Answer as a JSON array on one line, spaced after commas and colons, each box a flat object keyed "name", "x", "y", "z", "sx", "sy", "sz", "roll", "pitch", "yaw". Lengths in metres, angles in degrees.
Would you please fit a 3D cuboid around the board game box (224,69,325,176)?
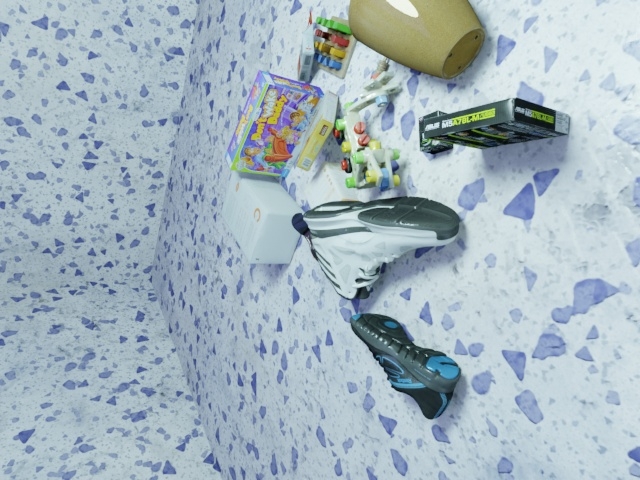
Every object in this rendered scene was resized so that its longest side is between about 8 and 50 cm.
[{"name": "board game box", "x": -0.160, "y": -0.383, "z": 1.434, "sx": 0.347, "sy": 0.233, "sz": 0.078, "roll": -56, "pitch": 46, "yaw": 38}]

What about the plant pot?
[{"name": "plant pot", "x": 0.229, "y": -0.483, "z": 0.924, "sx": 0.254, "sy": 0.237, "sz": 0.237, "roll": 53, "pitch": 131, "yaw": 24}]

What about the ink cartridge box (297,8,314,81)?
[{"name": "ink cartridge box", "x": -0.054, "y": -0.656, "z": 1.405, "sx": 0.145, "sy": 0.045, "sz": 0.179, "roll": 121, "pitch": 145, "yaw": -71}]

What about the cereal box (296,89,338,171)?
[{"name": "cereal box", "x": -0.007, "y": -0.342, "z": 1.285, "sx": 0.173, "sy": 0.047, "sz": 0.240, "roll": -57, "pitch": 16, "yaw": 35}]

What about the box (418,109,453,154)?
[{"name": "box", "x": 0.270, "y": -0.253, "z": 0.979, "sx": 0.062, "sy": 0.052, "sz": 0.083, "roll": -6, "pitch": 83, "yaw": 53}]

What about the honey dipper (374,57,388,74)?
[{"name": "honey dipper", "x": 0.189, "y": -0.527, "z": 1.126, "sx": 0.030, "sy": 0.030, "sz": 0.161, "roll": 47, "pitch": 123, "yaw": 45}]

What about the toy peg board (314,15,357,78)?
[{"name": "toy peg board", "x": 0.030, "y": -0.617, "z": 1.308, "sx": 0.161, "sy": 0.079, "sz": 0.161, "roll": 48, "pitch": 126, "yaw": 45}]

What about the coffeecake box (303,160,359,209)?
[{"name": "coffeecake box", "x": 0.034, "y": -0.128, "z": 1.293, "sx": 0.142, "sy": 0.068, "sz": 0.185, "roll": -51, "pitch": 49, "yaw": 39}]

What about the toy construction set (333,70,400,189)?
[{"name": "toy construction set", "x": 0.122, "y": -0.275, "z": 1.105, "sx": 0.215, "sy": 0.151, "sz": 0.328, "roll": 133, "pitch": 140, "yaw": -74}]

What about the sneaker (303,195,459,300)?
[{"name": "sneaker", "x": 0.160, "y": 0.032, "z": 1.084, "sx": 0.447, "sy": 0.169, "sz": 0.257, "roll": 5, "pitch": 116, "yaw": 45}]

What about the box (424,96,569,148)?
[{"name": "box", "x": 0.327, "y": -0.213, "z": 0.781, "sx": 0.184, "sy": 0.190, "sz": 0.045, "roll": 8, "pitch": 97, "yaw": 55}]

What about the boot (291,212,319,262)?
[{"name": "boot", "x": 0.000, "y": 0.000, "z": 1.348, "sx": 0.082, "sy": 0.106, "sz": 0.219, "roll": -37, "pitch": 82, "yaw": 13}]

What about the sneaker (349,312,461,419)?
[{"name": "sneaker", "x": 0.179, "y": 0.293, "z": 1.028, "sx": 0.341, "sy": 0.125, "sz": 0.140, "roll": 33, "pitch": 120, "yaw": 53}]

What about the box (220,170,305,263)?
[{"name": "box", "x": -0.224, "y": -0.097, "z": 1.569, "sx": 0.345, "sy": 0.168, "sz": 0.215, "roll": 50, "pitch": 128, "yaw": 44}]
